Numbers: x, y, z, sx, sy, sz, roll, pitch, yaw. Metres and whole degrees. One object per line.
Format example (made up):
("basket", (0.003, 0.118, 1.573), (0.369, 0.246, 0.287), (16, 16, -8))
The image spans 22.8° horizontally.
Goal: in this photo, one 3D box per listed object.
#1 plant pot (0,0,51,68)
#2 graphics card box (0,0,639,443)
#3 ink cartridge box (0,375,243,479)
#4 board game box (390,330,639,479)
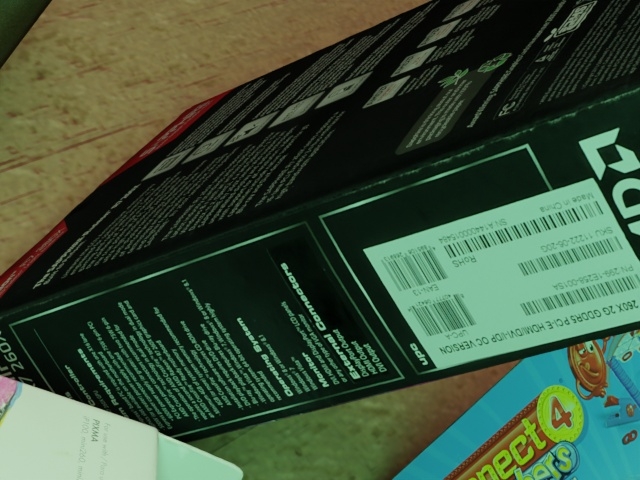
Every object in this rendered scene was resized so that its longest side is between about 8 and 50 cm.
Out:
("plant pot", (-0.194, -0.152, 0.784), (0.167, 0.165, 0.167), (22, 41, -21))
("graphics card box", (0.036, -0.028, 0.686), (0.094, 0.371, 0.233), (58, 39, -15))
("ink cartridge box", (-0.140, 0.111, 0.615), (0.198, 0.115, 0.067), (22, 41, -22))
("board game box", (0.224, 0.069, 0.809), (0.308, 0.302, 0.086), (-7, 58, -44))
